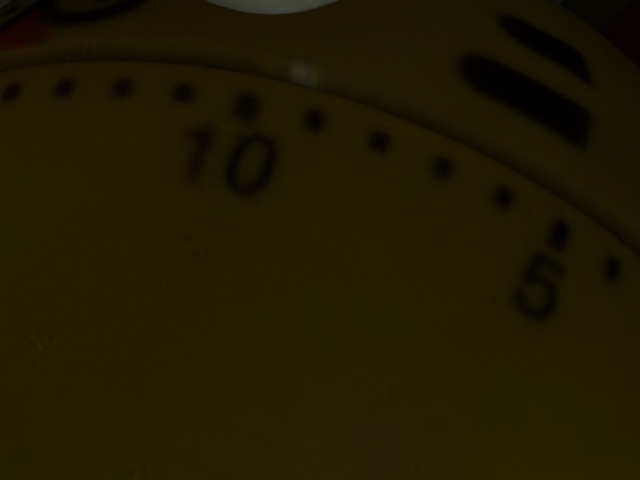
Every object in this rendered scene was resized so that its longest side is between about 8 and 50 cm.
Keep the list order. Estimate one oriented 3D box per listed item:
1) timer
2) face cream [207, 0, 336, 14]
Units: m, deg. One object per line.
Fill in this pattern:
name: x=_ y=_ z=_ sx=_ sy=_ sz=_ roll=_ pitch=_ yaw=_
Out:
timer: x=-0.004 y=0.029 z=0.576 sx=0.376 sy=0.387 sz=0.376 roll=14 pitch=142 yaw=11
face cream: x=-0.079 y=-0.114 z=0.193 sx=0.143 sy=0.089 sz=0.314 roll=-9 pitch=162 yaw=30
